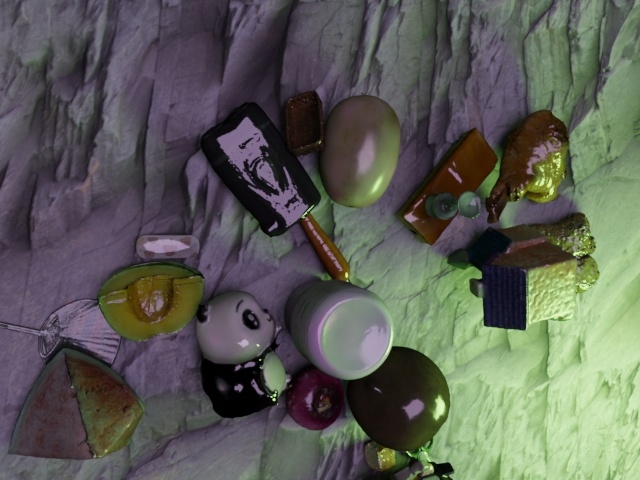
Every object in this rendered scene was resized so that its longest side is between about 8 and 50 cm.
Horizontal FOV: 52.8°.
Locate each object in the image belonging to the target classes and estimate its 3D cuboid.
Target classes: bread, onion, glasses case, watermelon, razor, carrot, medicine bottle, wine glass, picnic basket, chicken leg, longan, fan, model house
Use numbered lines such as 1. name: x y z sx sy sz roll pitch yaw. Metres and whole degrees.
1. bread: 0.390 -0.165 1.958 0.138 0.077 0.361 43 80 -17
2. onion: -0.012 0.447 1.826 0.177 0.153 0.177 24 60 -51
3. glasses case: -0.403 0.016 1.701 0.164 0.041 0.063 0 95 -20
4. watermelon: -0.591 0.471 1.575 0.283 0.293 0.250 28 116 -22
5. bread: 0.182 0.649 1.953 0.070 0.076 0.083 -11 98 -31
6. razor: -0.159 -0.188 1.733 0.204 0.113 0.349 -37 102 -11
7. carrot: 0.000 0.000 1.837 0.069 0.069 0.336 -35 102 -14
8. medicine bottle: 0.036 0.225 1.741 0.241 0.302 0.241 -2 96 -20
9. wine glass: 0.367 -0.098 1.809 0.079 0.195 0.079 -1 93 -19
10. picnic basket: -0.039 -0.312 1.738 0.110 0.193 0.055 -14 146 17
11. chicken leg: 0.647 -0.189 1.995 0.409 0.182 0.295 -53 131 -19
12. longan: 0.222 0.446 1.848 0.297 0.297 0.297 -2 95 -20
13. fan: -0.653 0.274 1.650 0.294 0.012 0.223 -14 101 -18
14. model house: 0.551 0.111 1.921 0.280 0.312 0.245 -13 114 -15

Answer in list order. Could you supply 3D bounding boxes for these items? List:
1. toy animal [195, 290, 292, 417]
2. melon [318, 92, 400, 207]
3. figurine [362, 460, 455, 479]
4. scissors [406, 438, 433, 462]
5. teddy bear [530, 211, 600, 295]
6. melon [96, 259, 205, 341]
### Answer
1. toy animal: -0.217 0.287 1.693 0.251 0.251 0.310 -17 93 -18
2. melon: 0.108 -0.248 1.771 0.223 0.223 0.317 10 87 -20
3. figurine: 0.273 0.752 1.940 0.308 0.308 0.143 -9 57 -19
4. scissors: 0.326 0.702 2.032 0.101 0.027 0.204 -18 101 -14
5. teddy bear: 0.813 0.051 2.091 0.267 0.156 0.256 -16 101 -20
6. melon: -0.438 0.156 1.667 0.265 0.129 0.169 -11 120 -21
